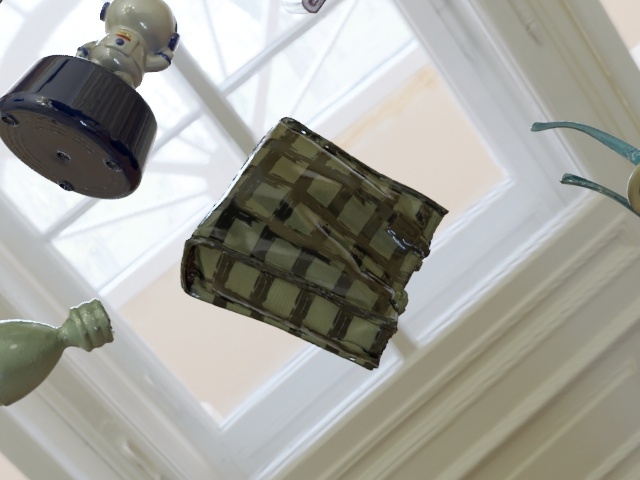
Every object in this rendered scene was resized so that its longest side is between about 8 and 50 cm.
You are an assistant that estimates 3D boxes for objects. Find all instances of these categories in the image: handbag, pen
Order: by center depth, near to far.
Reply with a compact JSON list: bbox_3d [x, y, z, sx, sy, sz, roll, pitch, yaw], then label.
[{"bbox_3d":[-0.019,-0.292,0.985,0.053,0.032,0.197,-54,18,9],"label":"pen"},{"bbox_3d":[0.000,0.000,1.276,0.162,0.327,0.325,107,-170,-48],"label":"handbag"}]

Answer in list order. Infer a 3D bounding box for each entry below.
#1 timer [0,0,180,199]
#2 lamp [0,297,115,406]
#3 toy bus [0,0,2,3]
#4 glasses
[{"bbox_3d":[-0.374,-0.294,1.495,0.270,0.270,0.383,-15,44,50],"label":"timer"},{"bbox_3d":[-0.354,0.136,1.033,0.193,0.106,0.106,-21,13,-18],"label":"lamp"},{"bbox_3d":[-0.433,-0.444,0.941,0.209,0.249,0.440,-42,41,32],"label":"toy bus"},{"bbox_3d":[0.370,-0.065,1.067,0.220,0.189,0.088,22,74,46],"label":"glasses"}]
